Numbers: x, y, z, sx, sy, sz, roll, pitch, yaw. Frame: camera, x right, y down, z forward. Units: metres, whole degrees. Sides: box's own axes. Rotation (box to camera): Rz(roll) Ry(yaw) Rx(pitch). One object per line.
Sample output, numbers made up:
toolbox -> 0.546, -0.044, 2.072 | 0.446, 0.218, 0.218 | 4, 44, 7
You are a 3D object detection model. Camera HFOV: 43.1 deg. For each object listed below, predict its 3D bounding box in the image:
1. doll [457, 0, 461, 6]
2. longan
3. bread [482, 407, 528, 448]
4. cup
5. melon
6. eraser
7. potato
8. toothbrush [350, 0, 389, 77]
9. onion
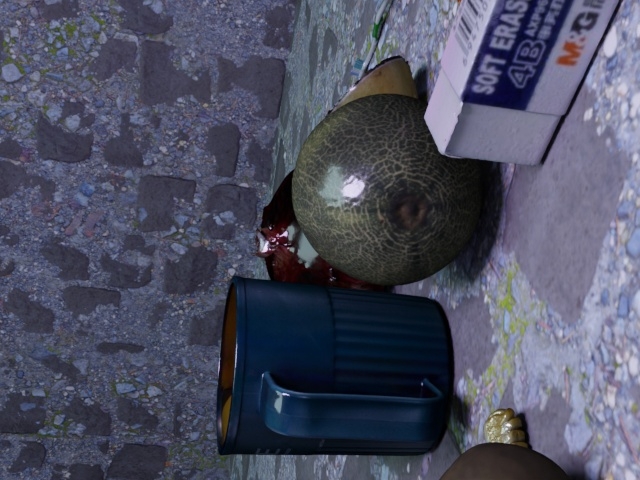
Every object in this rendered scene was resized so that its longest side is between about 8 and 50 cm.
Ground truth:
doll -> 0.211, -0.246, 0.951 | 0.109, 0.057, 0.169 | -37, 62, 55
longan -> 0.154, 0.270, 0.711 | 0.167, 0.167, 0.187 | -125, 40, -73
bread -> 0.198, 0.219, 0.846 | 0.049, 0.034, 0.088 | -52, 36, 43
cup -> 0.018, 0.170, 1.105 | 0.308, 0.292, 0.242 | 122, 151, -64
melon -> 0.081, -0.069, 1.039 | 0.301, 0.237, 0.237 | -118, 35, -75
eraser -> 0.203, -0.213, 0.789 | 0.086, 0.130, 0.287 | -102, 22, -46
potato -> 0.101, -0.190, 1.302 | 0.117, 0.182, 0.202 | 54, 135, 11
toothbrush -> 0.115, -0.422, 1.583 | 0.304, 0.030, 0.030 | 119, 154, -57
onion -> 0.000, 0.000, 1.417 | 0.314, 0.232, 0.314 | -7, 82, 57
